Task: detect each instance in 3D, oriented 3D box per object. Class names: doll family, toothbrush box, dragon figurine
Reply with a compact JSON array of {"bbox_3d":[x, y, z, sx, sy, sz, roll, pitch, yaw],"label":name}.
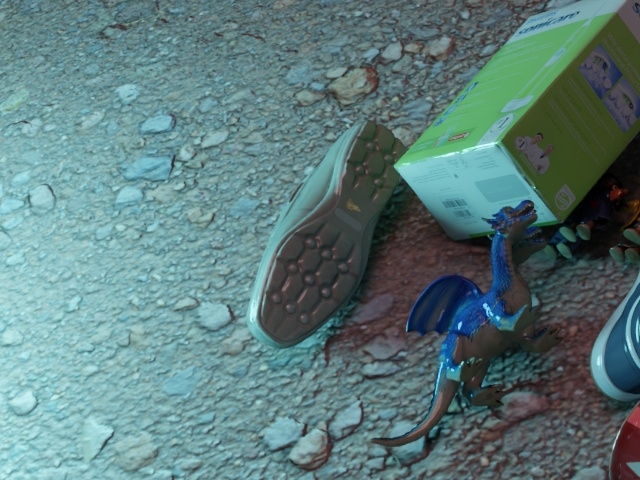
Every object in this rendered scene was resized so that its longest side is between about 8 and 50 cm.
[{"bbox_3d":[0.320,-0.032,1.932,0.193,0.076,0.111,8,53,39],"label":"doll family"},{"bbox_3d":[0.251,-0.142,2.002,0.283,0.122,0.206,-49,19,-26],"label":"toothbrush box"},{"bbox_3d":[0.150,0.093,1.856,0.289,0.085,0.144,-48,39,4],"label":"dragon figurine"}]

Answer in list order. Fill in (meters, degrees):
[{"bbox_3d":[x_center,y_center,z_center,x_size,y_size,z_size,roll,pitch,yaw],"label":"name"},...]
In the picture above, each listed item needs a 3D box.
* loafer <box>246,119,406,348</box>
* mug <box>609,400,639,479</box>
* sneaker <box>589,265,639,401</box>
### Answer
[{"bbox_3d":[0.000,0.000,2.058,0.111,0.112,0.319,-35,19,54],"label":"loafer"},{"bbox_3d":[0.356,0.230,1.608,0.113,0.150,0.169,-9,26,-45],"label":"mug"},{"bbox_3d":[0.368,0.022,1.750,0.282,0.099,0.153,-62,7,-22],"label":"sneaker"}]
